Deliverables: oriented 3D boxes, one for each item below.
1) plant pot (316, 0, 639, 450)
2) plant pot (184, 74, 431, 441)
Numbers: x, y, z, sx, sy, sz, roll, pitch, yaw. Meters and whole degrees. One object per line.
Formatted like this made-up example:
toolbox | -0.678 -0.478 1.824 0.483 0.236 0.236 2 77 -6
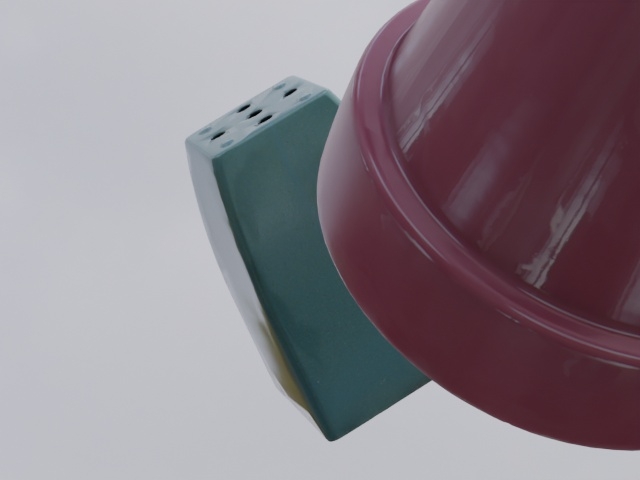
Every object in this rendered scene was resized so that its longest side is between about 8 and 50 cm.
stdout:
plant pot | 0.117 -0.057 0.639 0.201 0.201 0.180 18 -45 -4
plant pot | 0.000 0.000 1.425 0.234 0.166 0.165 61 -9 -18
